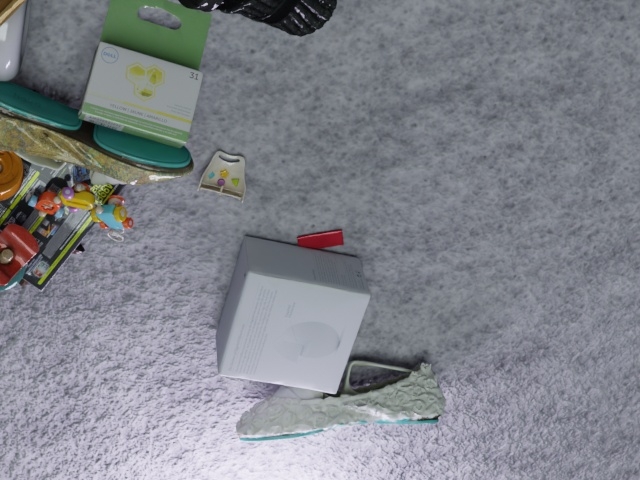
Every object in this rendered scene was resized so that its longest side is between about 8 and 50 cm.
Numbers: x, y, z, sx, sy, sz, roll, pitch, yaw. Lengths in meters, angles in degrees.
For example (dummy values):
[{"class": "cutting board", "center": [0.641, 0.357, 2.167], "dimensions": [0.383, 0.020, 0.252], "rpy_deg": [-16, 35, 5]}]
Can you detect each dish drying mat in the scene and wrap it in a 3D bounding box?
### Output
[{"class": "dish drying mat", "center": [0.000, 0.000, 2.097], "dimensions": [0.083, 0.008, 0.032], "rpy_deg": [-9, 119, -4]}]

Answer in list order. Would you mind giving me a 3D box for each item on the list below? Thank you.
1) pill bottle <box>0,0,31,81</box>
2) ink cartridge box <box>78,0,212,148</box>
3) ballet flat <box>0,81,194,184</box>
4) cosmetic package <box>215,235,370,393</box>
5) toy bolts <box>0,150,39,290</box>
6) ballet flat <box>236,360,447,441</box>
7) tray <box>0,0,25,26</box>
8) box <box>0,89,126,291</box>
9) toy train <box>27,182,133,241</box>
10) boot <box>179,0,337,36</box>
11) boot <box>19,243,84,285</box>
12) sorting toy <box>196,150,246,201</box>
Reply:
[{"class": "pill bottle", "center": [-0.606, -0.351, 1.731], "dimensions": [0.322, 0.181, 0.182], "rpy_deg": [8, 116, -12]}, {"class": "ink cartridge box", "center": [-0.269, -0.280, 1.814], "dimensions": [0.171, 0.056, 0.235], "rpy_deg": [15, 78, -16]}, {"class": "ballet flat", "center": [-0.378, -0.149, 1.836], "dimensions": [0.348, 0.123, 0.123], "rpy_deg": [18, 113, -13]}, {"class": "cosmetic package", "center": [-0.056, 0.135, 2.083], "dimensions": [0.224, 0.138, 0.224], "rpy_deg": [11, 117, -15]}, {"class": "toy bolts", "center": [-0.556, -0.027, 1.874], "dimensions": [0.228, 0.158, 0.218], "rpy_deg": [49, 60, -7]}, {"class": "ballet flat", "center": [0.037, 0.298, 2.208], "dimensions": [0.408, 0.147, 0.147], "rpy_deg": [-4, 118, -9]}, {"class": "tray", "center": [-0.544, -0.349, 1.607], "dimensions": [0.411, 0.076, 0.203], "rpy_deg": [-44, 109, 5]}, {"class": "box", "center": [-0.475, -0.081, 1.935], "dimensions": [0.216, 0.060, 0.270], "rpy_deg": [36, 104, -15]}, {"class": "toy train", "center": [-0.385, -0.057, 1.884], "dimensions": [0.166, 0.046, 0.125], "rpy_deg": [22, 155, -19]}, {"class": "boot", "center": [-0.036, -0.458, 1.708], "dimensions": [0.260, 0.131, 0.348], "rpy_deg": [2, 144, -44]}, {"class": "boot", "center": [-0.484, 0.039, 2.034], "dimensions": [0.106, 0.037, 0.114], "rpy_deg": [22, 113, -14]}, {"class": "sorting toy", "center": [-0.165, -0.115, 1.997], "dimensions": [0.083, 0.045, 0.075], "rpy_deg": [15, 107, -14]}]
